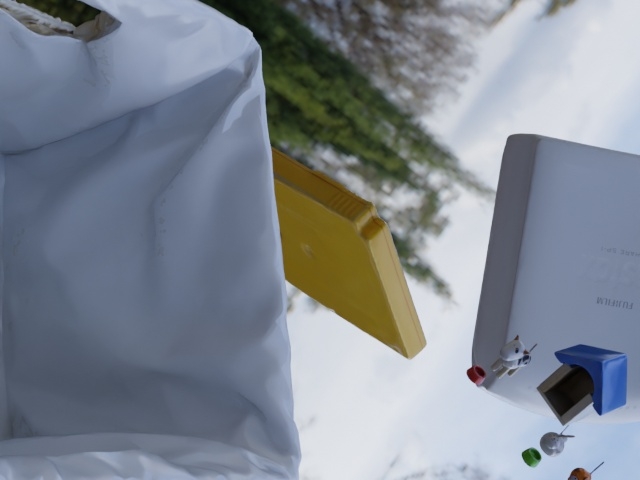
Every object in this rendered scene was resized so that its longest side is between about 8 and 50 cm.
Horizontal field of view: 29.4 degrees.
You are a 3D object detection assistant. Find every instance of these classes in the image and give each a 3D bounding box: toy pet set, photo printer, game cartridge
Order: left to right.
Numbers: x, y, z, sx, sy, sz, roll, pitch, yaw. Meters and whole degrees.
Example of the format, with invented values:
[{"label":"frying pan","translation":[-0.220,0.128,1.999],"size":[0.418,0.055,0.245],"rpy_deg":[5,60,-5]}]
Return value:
[{"label":"game cartridge","translation":[0.000,0.000,1.716],"size":[0.052,0.285,0.323],"rpy_deg":[-42,-132,-21]},{"label":"toy pet set","translation":[0.194,0.123,0.941],"size":[0.114,0.122,0.065],"rpy_deg":[-7,146,-49]},{"label":"photo printer","translation":[0.304,0.051,1.368],"size":[0.107,0.256,0.308],"rpy_deg":[-171,-89,-73]}]

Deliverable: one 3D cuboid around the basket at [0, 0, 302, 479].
[{"label":"basket","translation":[-0.213,0.006,0.750],"size":[0.266,0.328,0.332],"rpy_deg":[-12,-104,30]}]
